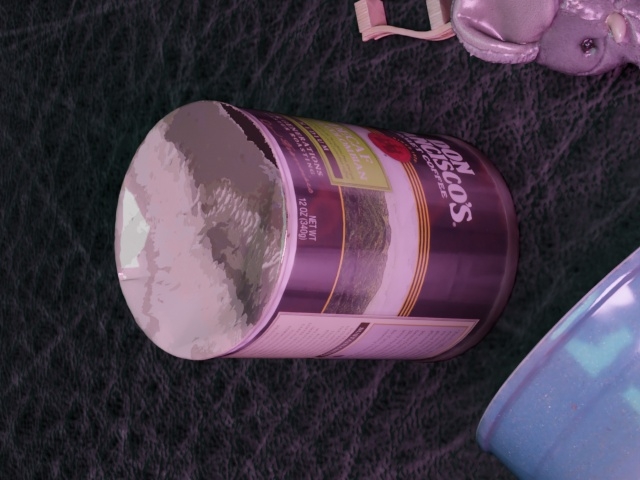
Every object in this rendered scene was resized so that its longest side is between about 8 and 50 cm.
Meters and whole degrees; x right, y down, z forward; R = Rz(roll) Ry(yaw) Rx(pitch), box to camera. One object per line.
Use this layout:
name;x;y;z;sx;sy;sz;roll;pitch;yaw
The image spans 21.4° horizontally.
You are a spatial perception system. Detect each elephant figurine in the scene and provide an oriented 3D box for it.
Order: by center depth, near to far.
elephant figurine;0.181;-0.201;1.325;0.186;0.169;0.239;-154;56;-72

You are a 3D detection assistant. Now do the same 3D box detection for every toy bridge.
toy bridge;0.104;-0.209;1.477;0.188;0.026;0.063;-22;73;42

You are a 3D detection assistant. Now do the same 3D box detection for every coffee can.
coffee can;0.000;0.000;1.388;0.201;0.275;0.201;-4;84;44

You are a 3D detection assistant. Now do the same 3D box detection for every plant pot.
plant pot;0.286;0.140;1.119;0.255;0.271;0.271;49;121;19
